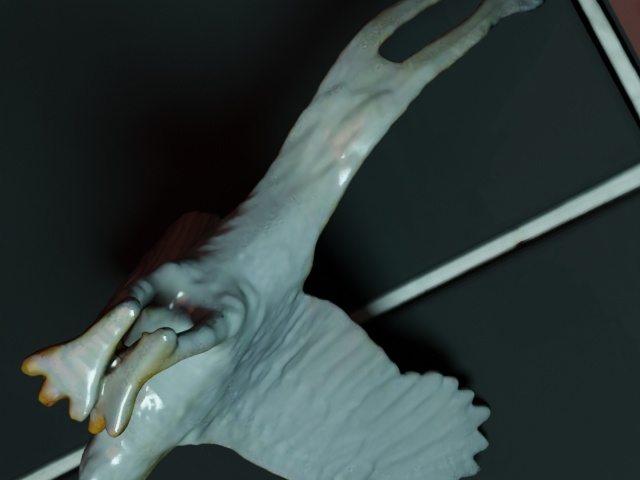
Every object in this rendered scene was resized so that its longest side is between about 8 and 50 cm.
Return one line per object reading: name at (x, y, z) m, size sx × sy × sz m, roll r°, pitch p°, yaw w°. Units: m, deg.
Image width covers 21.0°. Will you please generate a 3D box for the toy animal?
toy animal at (-0.012, 0.008, 0.858) m, size 0.225 × 0.302 × 0.284 m, roll 33°, pitch 117°, yaw 16°
